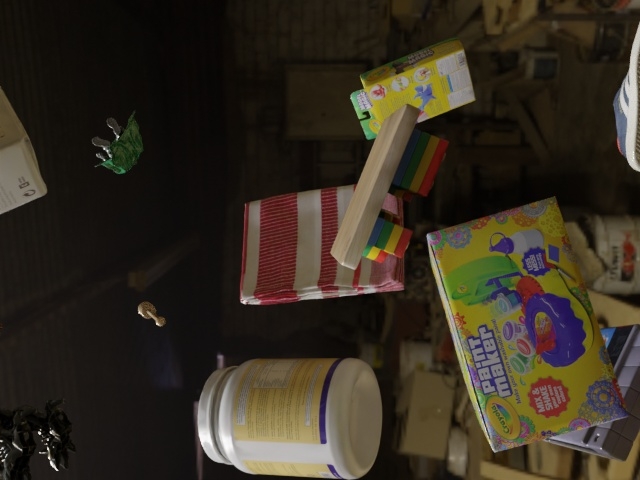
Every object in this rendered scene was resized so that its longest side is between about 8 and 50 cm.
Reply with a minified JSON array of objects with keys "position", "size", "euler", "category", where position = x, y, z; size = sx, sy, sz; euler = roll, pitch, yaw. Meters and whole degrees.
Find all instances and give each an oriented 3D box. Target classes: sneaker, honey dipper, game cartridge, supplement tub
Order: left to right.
[{"position":[-0.331,0.149,1.524],"size":[0.161,0.031,0.030],"euler":[-166,75,-65],"category":"honey dipper"},{"position":[-0.061,0.366,1.601],"size":[0.241,0.331,0.241],"euler":[-4,-90,-67],"category":"supplement tub"},{"position":[0.490,0.264,1.378],"size":[0.355,0.068,0.230],"euler":[113,-178,-79],"category":"game cartridge"},{"position":[0.638,-0.315,1.498],"size":[0.148,0.131,0.350],"euler":[-93,6,-69],"category":"sneaker"}]

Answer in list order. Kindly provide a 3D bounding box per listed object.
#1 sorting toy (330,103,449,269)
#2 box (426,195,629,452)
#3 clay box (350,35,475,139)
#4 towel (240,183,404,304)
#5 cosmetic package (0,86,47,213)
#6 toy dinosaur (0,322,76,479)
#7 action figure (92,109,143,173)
[{"position":[0.112,-0.074,1.255],"size":[0.255,0.089,0.257],"euler":[-135,66,-85],"category":"sorting toy"},{"position":[0.276,0.122,1.094],"size":[0.279,0.177,0.289],"euler":[39,-145,-78],"category":"box"},{"position":[0.172,-0.284,1.454],"size":[0.127,0.222,0.053],"euler":[63,-170,-45],"category":"clay box"},{"position":[0.000,0.000,1.494],"size":[0.037,0.329,0.237],"euler":[55,-149,-57],"category":"towel"},{"position":[-0.564,-0.090,0.926],"size":[0.217,0.385,0.156],"euler":[56,160,15],"category":"cosmetic package"},{"position":[-0.507,0.290,1.143],"size":[0.164,0.218,0.321],"euler":[-57,-28,-62],"category":"toy dinosaur"},{"position":[-0.422,-0.192,1.622],"size":[0.137,0.063,0.232],"euler":[-53,-2,-9],"category":"action figure"}]
